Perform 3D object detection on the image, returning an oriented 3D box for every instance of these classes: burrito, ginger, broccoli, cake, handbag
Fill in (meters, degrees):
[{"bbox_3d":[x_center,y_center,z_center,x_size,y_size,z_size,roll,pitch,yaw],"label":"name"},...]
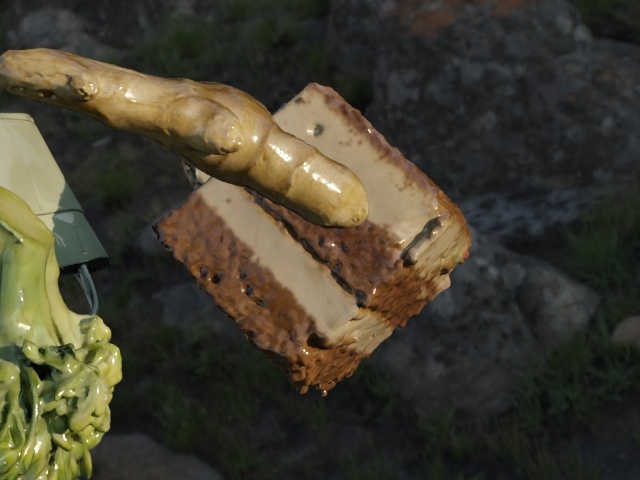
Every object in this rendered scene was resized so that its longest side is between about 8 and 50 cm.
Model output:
[{"bbox_3d":[-0.147,-0.051,1.548,0.051,0.171,0.042,-17,-24,-43],"label":"burrito"},{"bbox_3d":[-0.103,-0.093,0.877,0.081,0.333,0.148,-55,41,18],"label":"ginger"},{"bbox_3d":[-0.263,0.075,0.872,0.288,0.246,0.248,36,18,30],"label":"broccoli"},{"bbox_3d":[0.000,0.000,1.295,0.290,0.282,0.256,-46,-15,1],"label":"cake"},{"bbox_3d":[-0.391,-0.016,1.376,0.109,0.315,0.241,-32,-8,25],"label":"handbag"}]
